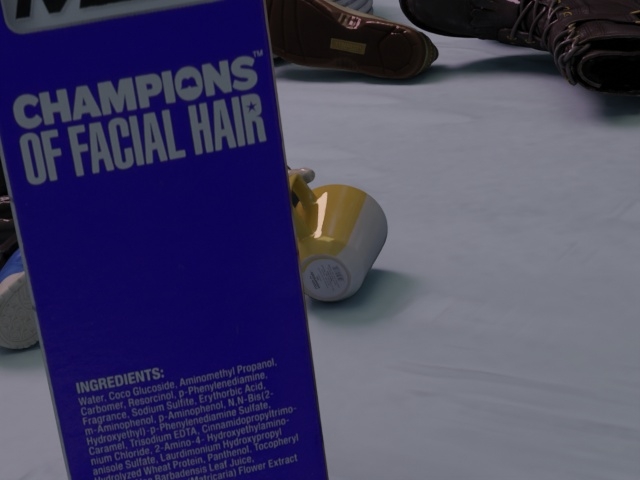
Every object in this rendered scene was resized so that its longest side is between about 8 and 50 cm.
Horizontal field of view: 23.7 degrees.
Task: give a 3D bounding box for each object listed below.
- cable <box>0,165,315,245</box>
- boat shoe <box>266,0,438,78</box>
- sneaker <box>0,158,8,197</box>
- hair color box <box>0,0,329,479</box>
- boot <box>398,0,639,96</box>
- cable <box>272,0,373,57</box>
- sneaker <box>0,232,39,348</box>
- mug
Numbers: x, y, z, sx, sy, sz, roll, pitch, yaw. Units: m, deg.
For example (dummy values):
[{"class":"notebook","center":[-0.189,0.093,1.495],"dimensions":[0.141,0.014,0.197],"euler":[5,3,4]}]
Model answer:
[{"class":"cable","center":[-0.128,-0.032,1.076],"dimensions":[0.287,0.072,0.139],"euler":[10,36,35]},{"class":"boat shoe","center":[0.020,-0.189,1.422],"dimensions":[0.190,0.068,0.072],"euler":[22,17,22]},{"class":"sneaker","center":[-0.200,-0.071,1.209],"dimensions":[0.222,0.083,0.118],"euler":[-8,26,24]},{"class":"hair color box","center":[-0.070,0.001,0.633],"dimensions":[0.110,0.339,0.185],"euler":[-12,23,-8]},{"class":"boot","center":[0.201,-0.183,1.285],"dimensions":[0.262,0.091,0.229],"euler":[3,23,-1]},{"class":"cable","center":[-0.077,-0.254,1.575],"dimensions":[0.257,0.089,0.257],"euler":[-12,23,-9]},{"class":"sneaker","center":[-0.153,0.002,0.980],"dimensions":[0.152,0.058,0.084],"euler":[-41,23,4]},{"class":"mug","center":[0.001,0.003,0.966],"dimensions":[0.078,0.062,0.064],"euler":[24,34,-4]}]
